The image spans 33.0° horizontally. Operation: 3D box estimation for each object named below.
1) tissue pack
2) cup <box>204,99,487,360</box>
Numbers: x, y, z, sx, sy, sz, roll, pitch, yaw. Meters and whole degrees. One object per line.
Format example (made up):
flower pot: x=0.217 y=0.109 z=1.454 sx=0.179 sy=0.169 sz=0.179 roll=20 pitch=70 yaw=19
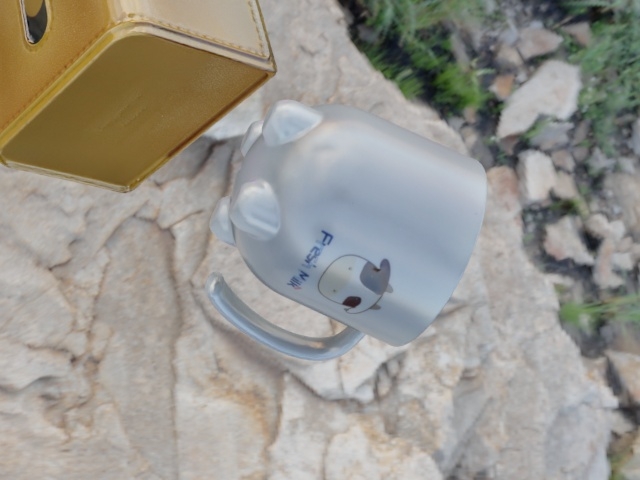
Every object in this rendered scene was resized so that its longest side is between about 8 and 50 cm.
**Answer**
tissue pack: x=-0.172 y=-0.208 z=0.843 sx=0.145 sy=0.194 sz=0.275 roll=11 pitch=54 yaw=-48
cup: x=0.004 y=-0.012 z=0.715 sx=0.142 sy=0.173 sz=0.134 roll=23 pitch=62 yaw=-14
